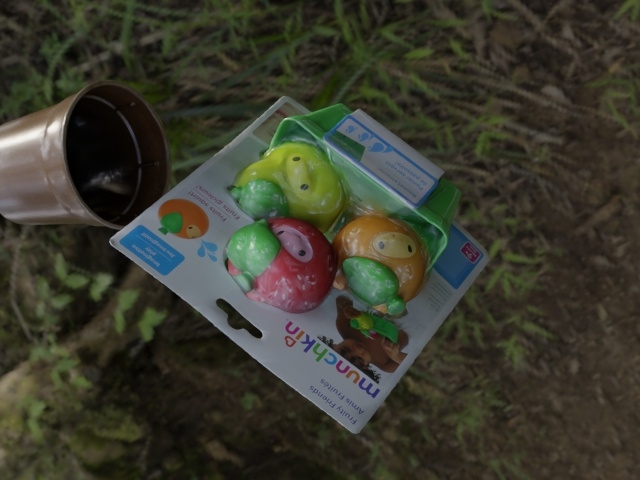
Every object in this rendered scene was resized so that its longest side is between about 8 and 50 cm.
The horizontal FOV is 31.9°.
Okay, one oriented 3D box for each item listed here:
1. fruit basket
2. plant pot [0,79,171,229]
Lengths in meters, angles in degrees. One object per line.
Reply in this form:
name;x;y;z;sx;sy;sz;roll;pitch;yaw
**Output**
fruit basket;0.000;0.000;1.242;0.327;0.353;0.165;38;130;8
plant pot;-0.287;-0.087;1.279;0.165;0.167;0.167;-6;111;34
